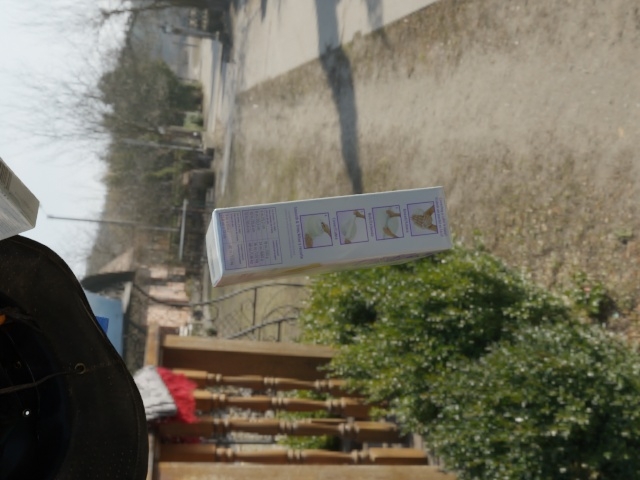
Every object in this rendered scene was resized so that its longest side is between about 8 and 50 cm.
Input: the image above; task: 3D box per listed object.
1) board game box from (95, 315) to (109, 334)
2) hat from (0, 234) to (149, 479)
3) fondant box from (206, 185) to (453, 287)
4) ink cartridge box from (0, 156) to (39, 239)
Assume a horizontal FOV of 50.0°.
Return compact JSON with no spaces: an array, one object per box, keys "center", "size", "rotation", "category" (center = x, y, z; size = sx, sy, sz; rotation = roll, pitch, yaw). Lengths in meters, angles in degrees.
[{"center":[-0.355,0.201,0.971],"size":[0.210,0.047,0.160],"rotation":[-27,56,56],"category":"board game box"},{"center":[-0.308,0.144,0.555],"size":[0.134,0.331,0.331],"rotation":[-32,45,28],"category":"hat"},{"center":[0.000,0.000,1.041],"size":[0.238,0.330,0.096],"rotation":[147,115,-76],"category":"fondant box"},{"center":[-0.254,-0.019,0.450],"size":[0.063,0.115,0.029],"rotation":[65,-170,-47],"category":"ink cartridge box"}]
